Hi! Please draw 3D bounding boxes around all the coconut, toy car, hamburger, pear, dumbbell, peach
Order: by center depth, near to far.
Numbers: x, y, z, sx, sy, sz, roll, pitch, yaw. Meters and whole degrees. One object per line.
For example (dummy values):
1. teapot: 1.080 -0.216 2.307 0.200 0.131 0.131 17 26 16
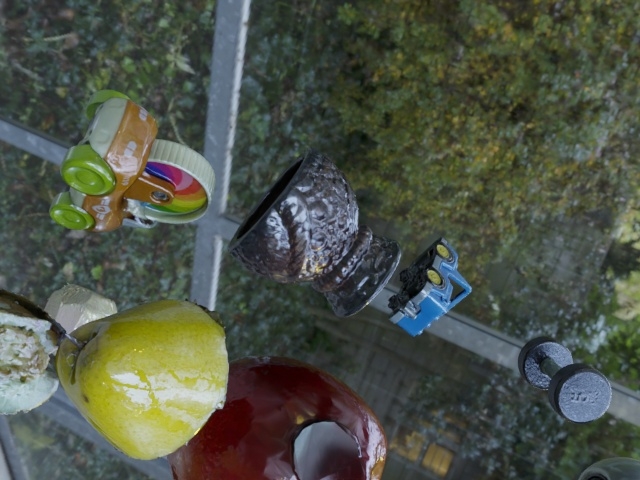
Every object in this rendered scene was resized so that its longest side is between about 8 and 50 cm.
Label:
1. pear: -0.276 0.185 0.967 0.267 0.266 0.178 -65 152 -5
2. toy car: -0.270 -0.089 1.029 0.235 0.235 0.145 92 5 -55
3. toy car: 0.187 0.085 1.142 0.097 0.100 0.191 -47 -173 35
4. peach: -0.060 0.381 1.199 0.335 0.406 0.310 -56 -173 -25
5. dumbbell: 0.429 0.244 1.219 0.191 0.100 0.100 -108 -141 -81
6. hamburger: -0.654 0.192 1.291 0.276 0.317 0.195 10 -96 61
7. coconut: -0.595 0.214 1.681 0.194 0.194 0.194 -58 163 -29

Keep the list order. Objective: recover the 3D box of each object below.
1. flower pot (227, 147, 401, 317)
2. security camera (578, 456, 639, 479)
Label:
1. flower pot: 0.000 0.000 1.337 0.266 0.267 0.266 -48 -169 13
2. security camera: 0.525 0.479 1.152 0.194 0.194 0.236 -52 139 -44
